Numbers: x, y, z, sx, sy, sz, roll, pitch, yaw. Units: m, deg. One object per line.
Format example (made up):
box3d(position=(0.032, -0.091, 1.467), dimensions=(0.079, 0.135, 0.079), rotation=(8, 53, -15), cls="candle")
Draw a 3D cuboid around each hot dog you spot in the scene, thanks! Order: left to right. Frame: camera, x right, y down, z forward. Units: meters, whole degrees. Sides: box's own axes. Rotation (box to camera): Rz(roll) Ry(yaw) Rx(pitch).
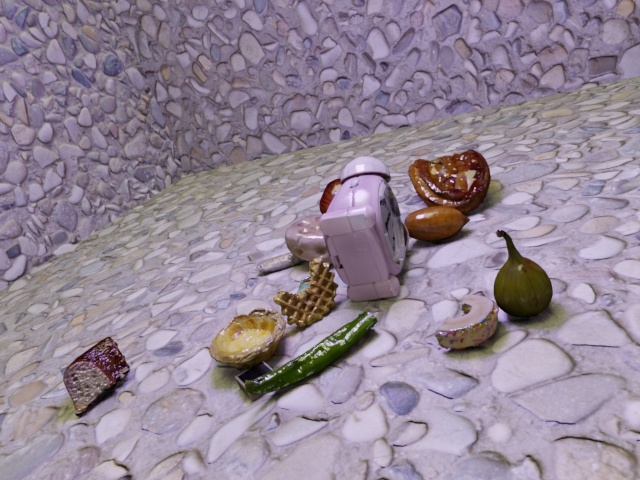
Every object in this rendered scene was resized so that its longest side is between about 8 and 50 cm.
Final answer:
box3d(position=(0.455, -0.218, 1.878), dimensions=(0.266, 0.175, 0.388), rotation=(-13, 21, 8), cls="hot dog")

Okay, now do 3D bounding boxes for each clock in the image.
box3d(position=(0.140, -0.037, 1.493), dimensions=(0.183, 0.342, 0.326), rotation=(-3, 34, 23), cls="clock")

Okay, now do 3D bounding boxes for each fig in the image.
box3d(position=(0.108, -0.146, 2.038), dimensions=(0.207, 0.175, 0.175), rotation=(14, 35, 30), cls="fig")
box3d(position=(0.418, 0.061, 1.138), dimensions=(0.124, 0.236, 0.124), rotation=(-24, 25, 12), cls="fig")

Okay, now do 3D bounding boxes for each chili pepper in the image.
box3d(position=(-0.014, 0.265, 1.215), dimensions=(0.358, 0.077, 0.085), rotation=(-26, 4, -31), cls="chili pepper")

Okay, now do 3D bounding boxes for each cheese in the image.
box3d(position=(0.000, 0.000, 1.759), dimensions=(0.234, 0.117, 0.218), rotation=(-8, 27, -21), cls="cheese")

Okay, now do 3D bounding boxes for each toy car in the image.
box3d(position=(-0.032, 0.141, 1.558), dimensions=(0.093, 0.058, 0.186), rotation=(-15, 22, 13), cls="toy car")

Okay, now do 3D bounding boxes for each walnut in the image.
box3d(position=(0.359, -0.053, 1.638), dimensions=(0.207, 0.116, 0.116), rotation=(-9, 22, 8), cls="walnut")

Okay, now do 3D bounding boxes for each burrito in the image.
box3d(position=(-0.138, 0.074, 1.829), dimensions=(0.188, 0.045, 0.058), rotation=(-18, 20, 2), cls="burrito")

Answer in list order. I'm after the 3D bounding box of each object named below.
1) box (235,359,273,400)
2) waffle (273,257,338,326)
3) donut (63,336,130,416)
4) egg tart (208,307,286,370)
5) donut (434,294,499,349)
box3d(position=(-0.145, 0.324, 1.230), dimensions=(0.083, 0.035, 0.079), rotation=(-29, 23, -24), cls="box")
box3d(position=(-0.034, 0.144, 1.435), dimensions=(0.194, 0.149, 0.051), rotation=(-30, 7, -26), cls="waffle")
box3d(position=(-0.612, 0.358, 1.429), dimensions=(0.186, 0.126, 0.144), rotation=(-32, 18, -32), cls="donut")
box3d(position=(-0.178, 0.258, 1.346), dimensions=(0.212, 0.090, 0.213), rotation=(-18, 21, 7), cls="egg tart")
box3d(position=(0.334, 0.179, 1.148), dimensions=(0.108, 0.065, 0.166), rotation=(-3, 24, 46), cls="donut")
